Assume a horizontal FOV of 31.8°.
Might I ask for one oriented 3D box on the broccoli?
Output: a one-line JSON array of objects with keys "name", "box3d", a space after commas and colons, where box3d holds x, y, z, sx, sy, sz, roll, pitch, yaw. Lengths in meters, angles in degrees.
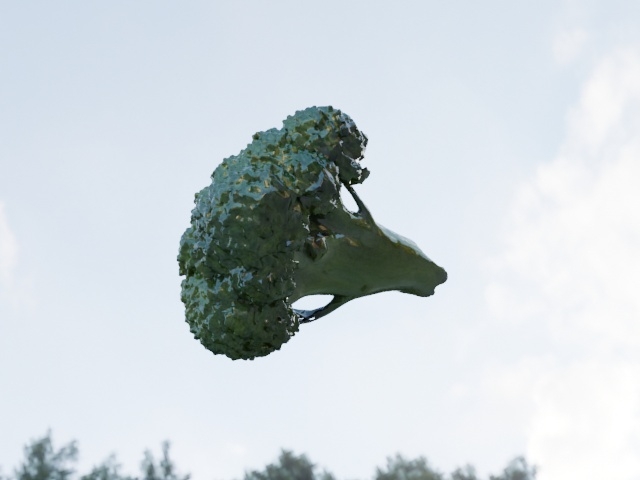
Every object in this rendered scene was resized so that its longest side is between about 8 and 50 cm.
[{"name": "broccoli", "box3d": [-0.028, -0.021, 1.238, 0.302, 0.186, 0.254, -24, -65, -44]}]
